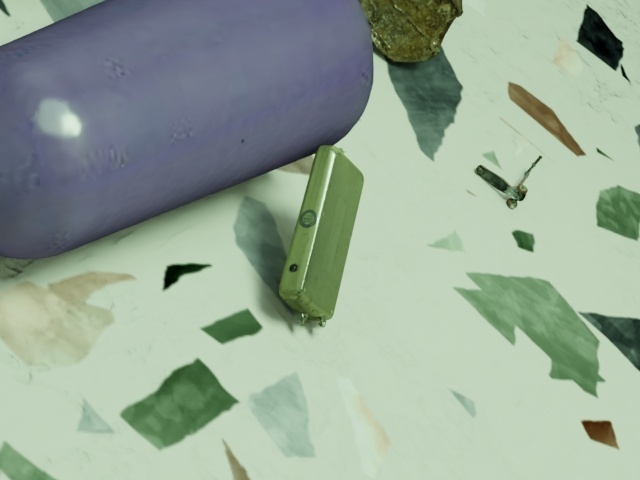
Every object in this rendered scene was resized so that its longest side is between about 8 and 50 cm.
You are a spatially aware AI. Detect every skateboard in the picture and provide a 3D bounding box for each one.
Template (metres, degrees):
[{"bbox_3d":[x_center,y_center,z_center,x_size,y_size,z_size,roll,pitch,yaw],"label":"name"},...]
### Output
[{"bbox_3d":[0.215,-0.079,2.028,0.064,0.032,0.083,37,37,6],"label":"skateboard"}]

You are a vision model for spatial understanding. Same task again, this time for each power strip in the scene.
[{"bbox_3d":[0.000,0.000,1.659,0.076,0.028,0.169,44,56,-56],"label":"power strip"}]

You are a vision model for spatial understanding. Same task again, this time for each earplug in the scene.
[{"bbox_3d":[-0.158,-0.117,1.548,0.215,0.215,0.456,51,39,8],"label":"earplug"}]

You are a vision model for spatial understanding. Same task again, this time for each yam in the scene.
[{"bbox_3d":[0.096,-0.323,2.075,0.238,0.129,0.128,-89,160,-45],"label":"yam"}]
